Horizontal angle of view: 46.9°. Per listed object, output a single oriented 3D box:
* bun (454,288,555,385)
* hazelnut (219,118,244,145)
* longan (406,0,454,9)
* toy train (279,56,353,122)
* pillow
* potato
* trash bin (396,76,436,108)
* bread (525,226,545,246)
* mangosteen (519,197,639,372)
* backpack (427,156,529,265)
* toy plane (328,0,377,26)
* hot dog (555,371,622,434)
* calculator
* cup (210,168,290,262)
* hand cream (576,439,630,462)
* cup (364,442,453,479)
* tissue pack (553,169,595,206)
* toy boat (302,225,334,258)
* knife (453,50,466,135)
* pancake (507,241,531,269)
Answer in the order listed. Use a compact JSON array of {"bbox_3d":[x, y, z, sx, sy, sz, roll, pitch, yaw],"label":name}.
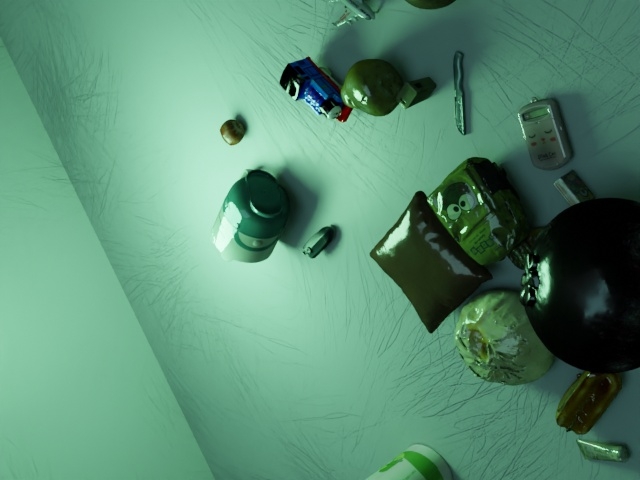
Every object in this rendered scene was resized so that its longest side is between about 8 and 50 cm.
[{"bbox_3d":[0.469,0.267,1.934,0.287,0.146,0.287,20,123,36],"label":"bun"},{"bbox_3d":[-0.291,-0.360,2.446,0.086,0.086,0.086,23,126,37],"label":"hazelnut"},{"bbox_3d":[0.255,-0.614,1.686,0.187,0.167,0.167,1,113,23],"label":"longan"},{"bbox_3d":[-0.006,-0.418,2.072,0.204,0.131,0.083,48,136,17],"label":"toy train"},{"bbox_3d":[0.295,0.066,2.032,0.308,0.108,0.305,52,139,18],"label":"pillow"},{"bbox_3d":[0.128,-0.397,1.936,0.194,0.157,0.157,2,112,58],"label":"potato"},{"bbox_3d":[0.243,-0.376,1.866,0.043,0.092,0.061,49,137,14],"label":"trash bin"},{"bbox_3d":[0.537,-0.007,1.804,0.088,0.034,0.049,-7,111,47],"label":"bread"},{"bbox_3d":[0.644,0.097,1.543,0.435,0.382,0.382,5,121,2],"label":"mangosteen"},{"bbox_3d":[0.399,-0.069,1.827,0.253,0.140,0.207,58,137,13],"label":"backpack"},{"bbox_3d":[0.084,-0.619,1.923,0.171,0.065,0.162,40,133,22],"label":"toy plane"},{"bbox_3d":[0.669,0.397,1.856,0.104,0.076,0.250,23,132,12],"label":"hot dog"},{"bbox_3d":[0.516,-0.246,1.700,0.100,0.032,0.175,-12,101,48],"label":"calculator"},{"bbox_3d":[-0.229,-0.098,2.430,0.257,0.219,0.289,120,146,-44],"label":"cup"},{"bbox_3d":[0.728,0.546,1.902,0.143,0.039,0.061,-13,108,58],"label":"hand cream"},{"bbox_3d":[0.269,0.796,2.323,0.253,0.274,0.253,25,128,36],"label":"cup"},{"bbox_3d":[0.578,-0.114,1.684,0.083,0.063,0.035,54,142,12],"label":"tissue pack"},{"bbox_3d":[0.000,0.000,2.345,0.055,0.060,0.141,53,131,11],"label":"toy boat"},{"bbox_3d":[0.344,-0.363,1.829,0.028,0.015,0.210,11,118,36],"label":"knife"},{"bbox_3d":[0.495,0.027,1.856,0.108,0.017,0.108,47,153,32],"label":"pancake"}]
